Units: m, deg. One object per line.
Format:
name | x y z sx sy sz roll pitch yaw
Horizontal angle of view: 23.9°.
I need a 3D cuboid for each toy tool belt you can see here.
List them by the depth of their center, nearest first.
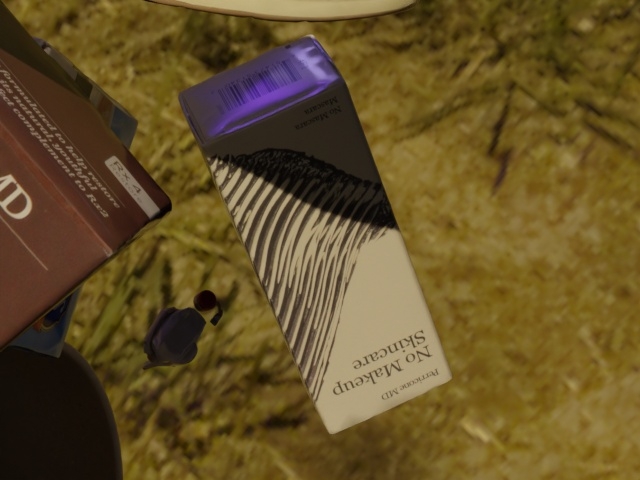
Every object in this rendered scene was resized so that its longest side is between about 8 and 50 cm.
toy tool belt | -0.131 0.082 1.376 0.052 0.051 0.083 43 54 -15

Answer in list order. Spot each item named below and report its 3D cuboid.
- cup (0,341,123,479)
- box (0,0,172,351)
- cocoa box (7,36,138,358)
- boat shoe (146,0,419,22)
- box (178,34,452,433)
cup | -0.371 0.249 1.413 0.237 0.331 0.331 0 39 23
box | -0.298 0.035 0.909 0.191 0.381 0.143 49 15 -5
cocoa box | -0.367 -0.066 1.232 0.347 0.228 0.231 16 82 14
boat shoe | -0.089 -0.180 0.784 0.302 0.098 0.109 10 15 -5
box | 0.000 0.000 1.097 0.113 0.275 0.094 -25 33 -3
